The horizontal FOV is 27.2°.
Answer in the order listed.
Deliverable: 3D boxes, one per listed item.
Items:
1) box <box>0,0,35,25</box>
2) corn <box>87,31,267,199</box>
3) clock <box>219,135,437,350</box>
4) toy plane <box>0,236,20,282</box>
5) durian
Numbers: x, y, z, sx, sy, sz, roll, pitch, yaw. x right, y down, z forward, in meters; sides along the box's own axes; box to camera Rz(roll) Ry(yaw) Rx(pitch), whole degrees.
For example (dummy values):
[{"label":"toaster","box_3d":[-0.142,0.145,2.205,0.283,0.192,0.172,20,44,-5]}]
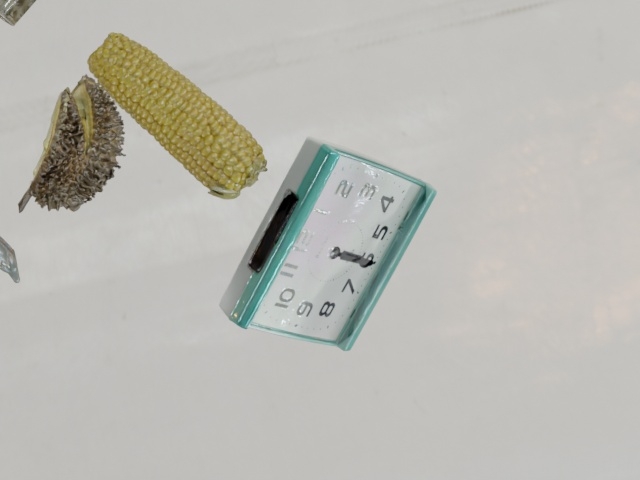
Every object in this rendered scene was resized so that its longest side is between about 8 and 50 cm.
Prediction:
[{"label":"box","box_3d":[-0.331,-0.289,1.443,0.062,0.045,0.098,36,85,11]},{"label":"corn","box_3d":[-0.179,-0.157,1.657,0.260,0.091,0.091,42,98,-3]},{"label":"clock","box_3d":[0.000,0.000,1.756,0.231,0.116,0.262,16,105,-46]},{"label":"toy plane","box_3d":[-0.243,-0.028,0.664,0.226,0.058,0.226,7,74,-48]},{"label":"durian","box_3d":[-0.213,-0.071,1.156,0.071,0.110,0.140,31,105,-1]}]
